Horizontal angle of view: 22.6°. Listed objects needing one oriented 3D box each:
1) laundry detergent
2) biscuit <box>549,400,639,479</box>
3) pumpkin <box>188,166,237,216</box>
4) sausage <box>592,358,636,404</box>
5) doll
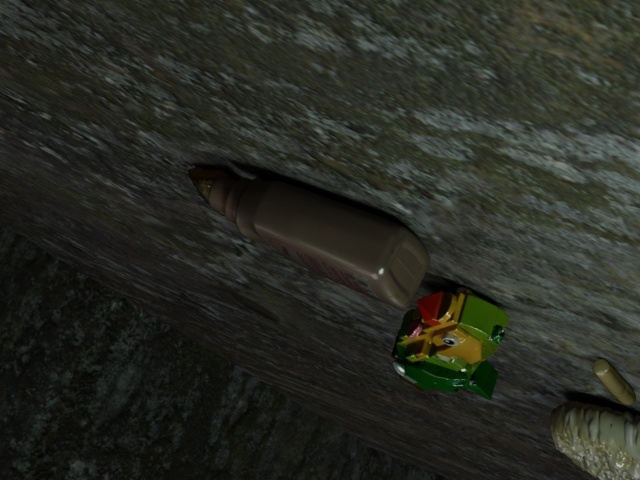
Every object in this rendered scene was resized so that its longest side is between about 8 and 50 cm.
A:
[{"bbox_3d":[0.000,0.000,1.738,0.237,0.076,0.171,20,169,26],"label":"laundry detergent"},{"bbox_3d":[0.394,0.274,2.163,0.179,0.084,0.281,29,168,6],"label":"biscuit"},{"bbox_3d":[-0.111,-0.059,1.832,0.073,0.035,0.101,44,165,-28],"label":"pumpkin"},{"bbox_3d":[0.353,0.172,1.908,0.024,0.024,0.132,18,167,33],"label":"sausage"},{"bbox_3d":[0.158,0.119,1.873,0.134,0.106,0.186,19,153,3],"label":"doll"}]
